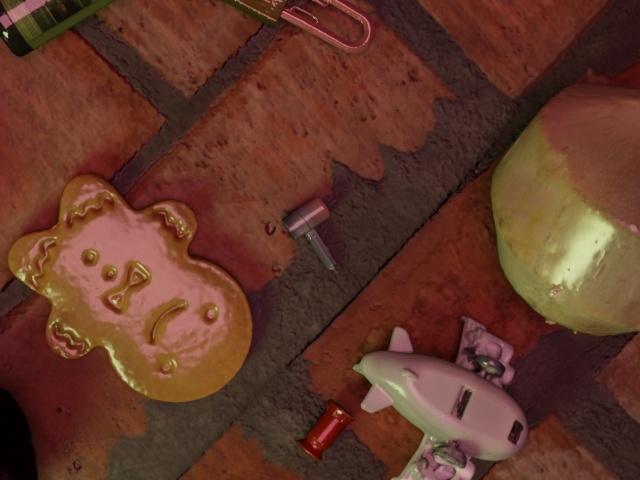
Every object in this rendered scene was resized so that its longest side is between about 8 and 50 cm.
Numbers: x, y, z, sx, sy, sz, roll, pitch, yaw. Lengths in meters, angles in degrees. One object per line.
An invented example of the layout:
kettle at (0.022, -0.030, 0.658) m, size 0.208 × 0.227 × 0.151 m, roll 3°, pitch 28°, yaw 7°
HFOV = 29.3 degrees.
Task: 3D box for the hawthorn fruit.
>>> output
hawthorn fruit at (-0.500, 0.304, 1.614) m, size 0.250 × 0.215 × 0.215 m, roll -1°, pitch 95°, yaw -9°

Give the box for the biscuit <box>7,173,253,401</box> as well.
biscuit at (-0.253, 0.076, 1.702) m, size 0.275 × 0.052 × 0.355 m, roll -45°, pitch 98°, yaw -2°

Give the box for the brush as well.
brush at (-0.028, -0.333, 1.698) m, size 0.233 × 0.047 × 0.103 m, roll 28°, pitch 88°, yaw -10°

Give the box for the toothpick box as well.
toothpick box at (0.007, 0.273, 1.756) m, size 0.047 × 0.047 × 0.083 m, roll 39°, pitch 90°, yaw -9°

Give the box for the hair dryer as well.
hair dryer at (0.000, 0.000, 1.741) m, size 0.063 × 0.037 × 0.114 m, roll -33°, pitch 106°, yaw -5°

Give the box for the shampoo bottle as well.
shampoo bottle at (-0.311, -0.357, 1.630) m, size 0.284 × 0.101 × 0.101 m, roll -32°, pitch 98°, yaw -4°

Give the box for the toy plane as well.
toy plane at (0.174, 0.229, 1.738) m, size 0.267 × 0.122 × 0.267 m, roll 3°, pitch 78°, yaw -15°

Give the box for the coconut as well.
coconut at (0.407, -0.056, 1.657) m, size 0.352 × 0.352 × 0.352 m, roll -1°, pitch 95°, yaw -8°
